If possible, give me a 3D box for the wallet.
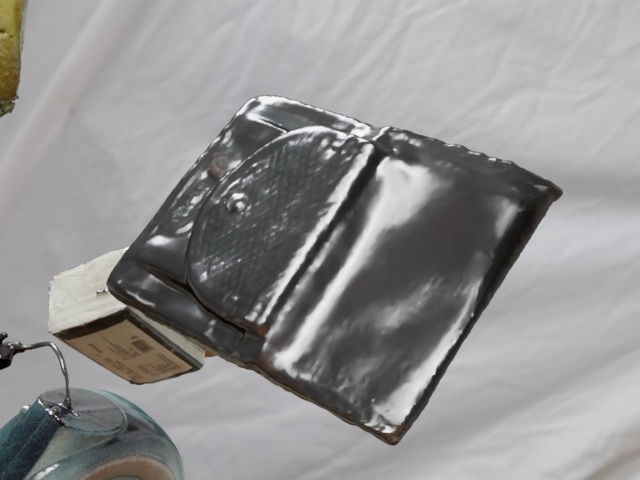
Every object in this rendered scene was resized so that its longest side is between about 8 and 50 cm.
[{"bbox_3d":[0.000,0.000,1.050,0.323,0.247,0.041,24,-18,32],"label":"wallet"}]

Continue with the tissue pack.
[{"bbox_3d":[-0.203,0.087,1.383,0.170,0.103,0.090,49,28,-53],"label":"tissue pack"}]

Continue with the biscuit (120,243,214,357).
[{"bbox_3d":[-0.154,0.080,1.778,0.376,0.269,0.051,28,-45,46],"label":"biscuit"}]

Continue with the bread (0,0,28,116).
[{"bbox_3d":[-0.243,-0.156,0.922,0.064,0.117,0.156,10,65,-20],"label":"bread"}]

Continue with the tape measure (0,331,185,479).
[{"bbox_3d":[-0.155,0.097,0.600,0.180,0.104,0.107,16,-17,34],"label":"tape measure"}]
